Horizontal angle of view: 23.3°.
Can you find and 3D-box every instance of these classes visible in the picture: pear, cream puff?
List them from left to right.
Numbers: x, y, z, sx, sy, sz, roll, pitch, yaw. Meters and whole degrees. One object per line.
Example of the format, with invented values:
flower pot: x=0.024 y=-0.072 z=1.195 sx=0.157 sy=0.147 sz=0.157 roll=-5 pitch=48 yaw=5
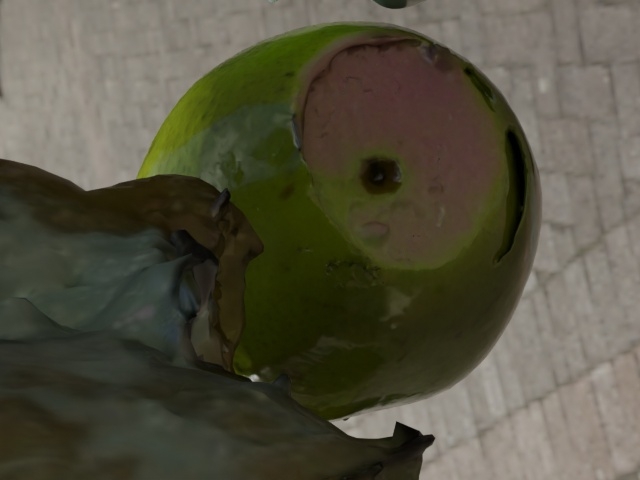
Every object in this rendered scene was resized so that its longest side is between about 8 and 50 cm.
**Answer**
cream puff: x=-0.123 y=0.123 z=0.475 sx=0.323 sy=0.274 sz=0.270 roll=-123 pitch=43 yaw=-66
pear: x=0.000 y=0.000 z=0.707 sx=0.219 sy=0.187 sz=0.188 roll=-41 pitch=61 yaw=58

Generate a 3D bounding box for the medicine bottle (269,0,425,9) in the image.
medicine bottle: x=0.050 y=-0.168 z=0.657 sx=0.083 sy=0.229 sz=0.121 roll=38 pitch=139 yaw=33
